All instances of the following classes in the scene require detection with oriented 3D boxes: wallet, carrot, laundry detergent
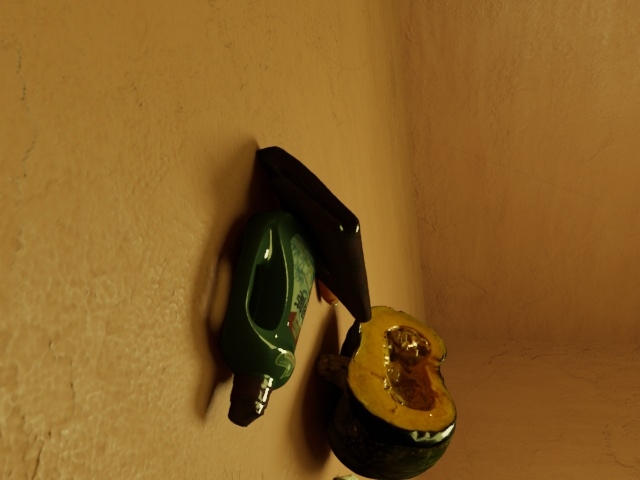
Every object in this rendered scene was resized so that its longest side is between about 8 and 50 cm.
[{"bbox_3d":[0.000,0.000,0.709,0.182,0.049,0.229,46,-15,34],"label":"wallet"},{"bbox_3d":[0.007,0.058,0.920,0.035,0.035,0.142,-69,146,-54],"label":"carrot"},{"bbox_3d":[-0.062,0.083,0.583,0.144,0.078,0.222,70,26,-46],"label":"laundry detergent"}]

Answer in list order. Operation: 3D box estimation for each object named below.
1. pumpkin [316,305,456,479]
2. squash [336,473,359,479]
[{"bbox_3d":[0.089,0.285,0.951,0.325,0.242,0.232,-68,-178,-64],"label":"pumpkin"},{"bbox_3d":[0.060,0.563,0.984,0.083,0.083,0.250,52,39,-66],"label":"squash"}]
